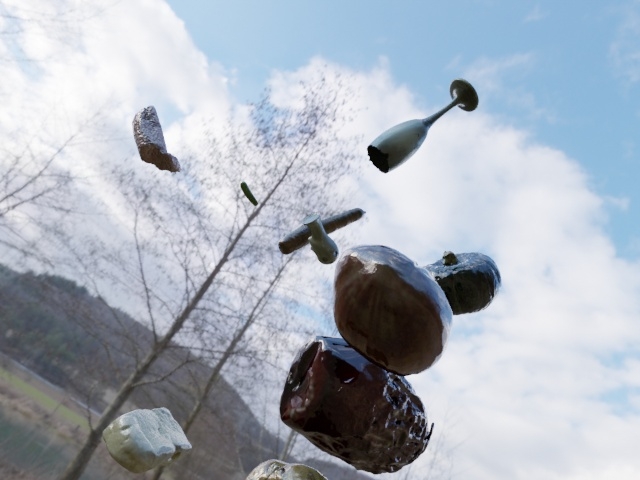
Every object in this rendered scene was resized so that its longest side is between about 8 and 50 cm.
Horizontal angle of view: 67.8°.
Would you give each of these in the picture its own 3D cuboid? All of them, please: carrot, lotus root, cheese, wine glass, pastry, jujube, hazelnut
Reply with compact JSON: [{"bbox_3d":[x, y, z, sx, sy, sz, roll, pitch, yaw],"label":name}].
[{"bbox_3d":[0.011,-0.043,1.547,0.070,0.342,0.070,42,-35,38],"label":"carrot"},{"bbox_3d":[-0.044,0.490,0.865,0.160,0.146,0.284,14,-36,38],"label":"lotus root"},{"bbox_3d":[-0.451,0.525,1.250,0.159,0.093,0.263,39,-5,22],"label":"cheese"},{"bbox_3d":[0.301,-0.221,1.230,0.264,0.309,0.096,57,-15,-18],"label":"wine glass"},{"bbox_3d":[-0.551,-0.327,1.549,0.265,0.112,0.103,57,-35,25],"label":"pastry"},{"bbox_3d":[0.077,0.356,1.017,0.258,0.258,0.377,-12,-52,49],"label":"jujube"},{"bbox_3d":[0.111,0.097,0.737,0.212,0.181,0.181,40,-60,34],"label":"hazelnut"}]

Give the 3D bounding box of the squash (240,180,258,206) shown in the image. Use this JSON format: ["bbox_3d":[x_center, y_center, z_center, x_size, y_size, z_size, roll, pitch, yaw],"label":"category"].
[{"bbox_3d":[-0.221,-0.144,1.474,0.089,0.027,0.027,57,-32,3],"label":"squash"}]

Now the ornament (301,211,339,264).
[{"bbox_3d":[0.000,0.000,1.411,0.081,0.075,0.156,-18,-68,18],"label":"ornament"}]

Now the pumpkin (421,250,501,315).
[{"bbox_3d":[0.334,0.099,1.167,0.211,0.211,0.152,2,-83,40],"label":"pumpkin"}]
